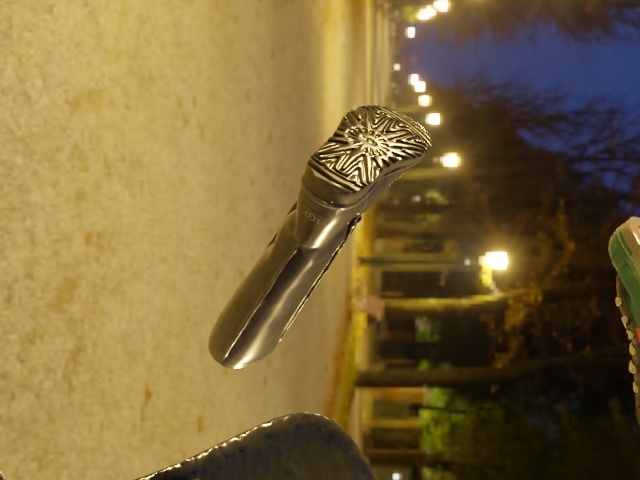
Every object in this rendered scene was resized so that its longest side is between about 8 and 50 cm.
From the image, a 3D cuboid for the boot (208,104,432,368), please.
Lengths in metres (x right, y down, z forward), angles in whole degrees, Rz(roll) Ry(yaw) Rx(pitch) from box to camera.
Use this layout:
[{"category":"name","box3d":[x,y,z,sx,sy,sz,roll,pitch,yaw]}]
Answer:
[{"category":"boot","box3d":[-0.001,-0.002,0.967,0.189,0.076,0.208,-33,154,-49]}]

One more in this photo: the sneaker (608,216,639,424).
[{"category":"sneaker","box3d":[0.345,0.126,1.124,0.108,0.121,0.302,1,59,-46]}]

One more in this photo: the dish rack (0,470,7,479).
[{"category":"dish rack","box3d":[-0.323,0.295,0.833,0.208,0.271,0.074,50,-29,15]}]

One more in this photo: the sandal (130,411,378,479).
[{"category":"sandal","box3d":[-0.073,0.175,0.536,0.446,0.107,0.167,-23,85,-58]}]
